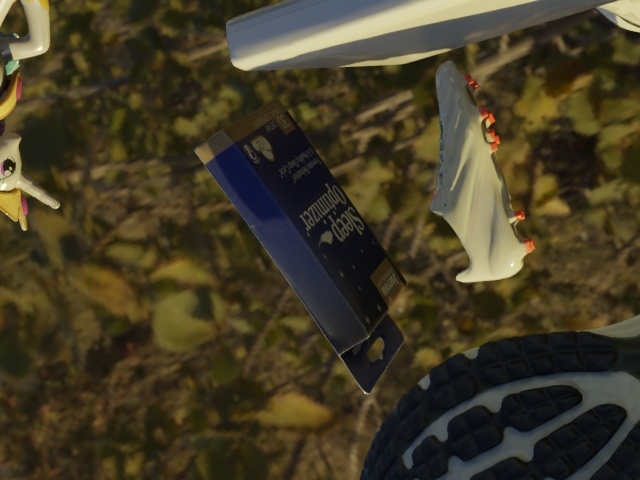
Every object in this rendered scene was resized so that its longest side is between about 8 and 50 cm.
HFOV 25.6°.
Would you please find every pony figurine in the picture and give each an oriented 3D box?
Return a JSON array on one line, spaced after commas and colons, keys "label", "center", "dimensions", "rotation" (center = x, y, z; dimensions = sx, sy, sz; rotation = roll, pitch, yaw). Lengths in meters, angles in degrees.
[{"label": "pony figurine", "center": [-0.462, -0.183, 1.574], "dimensions": [0.303, 0.351, 0.363], "rotation": [-99, 16, -61]}]

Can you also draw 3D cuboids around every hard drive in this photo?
[{"label": "hard drive", "center": [0.116, -0.166, 0.923], "dimensions": [0.307, 0.203, 0.040], "rotation": [-10, 90, 42]}]

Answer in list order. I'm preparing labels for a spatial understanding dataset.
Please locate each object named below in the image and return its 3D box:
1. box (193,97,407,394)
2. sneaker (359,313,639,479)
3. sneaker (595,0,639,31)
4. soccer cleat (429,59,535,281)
[{"label": "box", "center": [0.000, 0.000, 1.092], "dimensions": [0.225, 0.036, 0.136], "rotation": [56, -158, -5]}, {"label": "sneaker", "center": [0.224, 0.133, 0.933], "dimensions": [0.182, 0.410, 0.158], "rotation": [46, -156, -51]}, {"label": "sneaker", "center": [0.475, -0.366, 1.996], "dimensions": [0.257, 0.447, 0.169], "rotation": [-127, 48, -66]}, {"label": "soccer cleat", "center": [0.124, -0.059, 1.220], "dimensions": [0.068, 0.076, 0.196], "rotation": [5, -113, -76]}]
